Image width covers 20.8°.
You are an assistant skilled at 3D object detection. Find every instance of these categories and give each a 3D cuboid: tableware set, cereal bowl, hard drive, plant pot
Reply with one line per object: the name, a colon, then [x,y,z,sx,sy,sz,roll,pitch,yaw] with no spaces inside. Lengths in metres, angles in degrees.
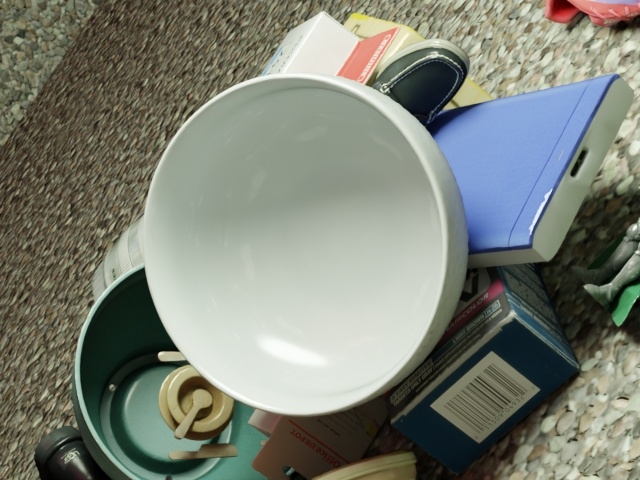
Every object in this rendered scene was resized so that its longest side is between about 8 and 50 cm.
tableware set: [-0.081,0.174,1.927,0.039,0.194,0.128,132,133,-62]
cereal bowl: [0.000,0.000,1.736,0.339,0.339,0.141,-40,-13,26]
hard drive: [0.163,-0.061,1.801,0.318,0.040,0.210,-8,47,56]
plant pot: [-0.158,0.184,2.029,0.293,0.293,0.196,-65,7,-27]

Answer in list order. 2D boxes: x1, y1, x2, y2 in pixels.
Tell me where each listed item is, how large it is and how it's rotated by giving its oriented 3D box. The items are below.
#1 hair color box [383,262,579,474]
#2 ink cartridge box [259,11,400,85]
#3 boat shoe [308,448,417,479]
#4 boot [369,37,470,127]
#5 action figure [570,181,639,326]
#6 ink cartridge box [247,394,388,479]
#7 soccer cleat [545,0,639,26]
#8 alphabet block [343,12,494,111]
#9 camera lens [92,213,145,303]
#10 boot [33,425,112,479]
hair color box: [0.141,0.067,1.836,0.174,0.105,0.347,-44,25,17]
ink cartridge box: [-0.050,-0.125,1.978,0.296,0.066,0.261,-58,14,-12]
boat shoe: [-0.005,0.312,1.781,0.302,0.109,0.098,-38,67,28]
boot: [0.066,-0.094,1.861,0.236,0.085,0.178,-38,28,40]
action figure: [0.344,-0.029,1.672,0.232,0.063,0.137,-44,22,9]
ink cartridge box: [0.003,0.184,1.902,0.198,0.115,0.067,-56,25,-11]
soccer cleat: [0.360,-0.293,1.981,0.318,0.108,0.116,24,99,62]
alphabet block: [0.079,-0.140,2.132,0.197,0.192,0.193,-54,26,-2]
camera lens: [-0.129,0.026,2.228,0.274,0.219,0.219,-40,27,25]
boot: [-0.248,0.358,2.100,0.094,0.246,0.207,-32,53,-18]
